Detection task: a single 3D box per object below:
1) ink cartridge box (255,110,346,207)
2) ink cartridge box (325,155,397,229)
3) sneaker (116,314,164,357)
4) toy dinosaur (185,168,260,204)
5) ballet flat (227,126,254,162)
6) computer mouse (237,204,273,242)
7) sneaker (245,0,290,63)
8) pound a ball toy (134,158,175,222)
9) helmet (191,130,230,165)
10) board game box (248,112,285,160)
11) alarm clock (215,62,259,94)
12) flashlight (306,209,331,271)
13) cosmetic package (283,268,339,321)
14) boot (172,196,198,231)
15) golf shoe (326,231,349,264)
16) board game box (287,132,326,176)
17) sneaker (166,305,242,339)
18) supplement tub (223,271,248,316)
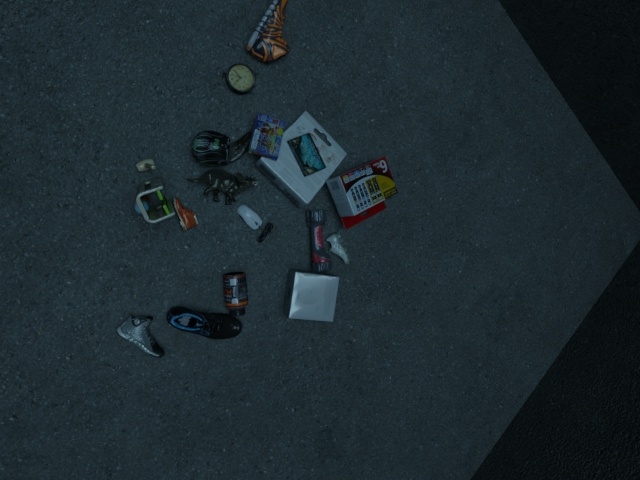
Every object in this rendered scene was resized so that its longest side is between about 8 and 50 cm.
[{"bbox_3d":[-0.087,-0.399,1.955,0.308,0.091,0.385,43,62,-15],"label":"ink cartridge box"},{"bbox_3d":[0.221,-0.235,1.987,0.310,0.130,0.271,-29,103,-29],"label":"ink cartridge box"},{"bbox_3d":[-0.755,0.405,1.745,0.229,0.086,0.132,38,78,-15],"label":"sneaker"},{"bbox_3d":[-0.447,-0.258,1.820,0.314,0.121,0.160,10,77,-14],"label":"toy dinosaur"},{"bbox_3d":[-0.369,-0.440,1.857,0.250,0.058,0.084,-43,92,-9],"label":"ballet flat"},{"bbox_3d":[-0.316,-0.089,1.892,0.193,0.042,0.106,45,80,-15],"label":"computer mouse"},{"bbox_3d":[-0.200,-0.974,1.865,0.180,0.124,0.321,30,93,-21],"label":"sneaker"},{"bbox_3d":[-0.709,-0.206,1.636,0.136,0.319,0.208,-24,115,-16],"label":"pound a ball toy"},{"bbox_3d":[-0.483,-0.402,1.750,0.162,0.169,0.169,5,91,-11],"label":"helmet"},{"bbox_3d":[-0.244,-0.474,1.823,0.136,0.035,0.201,15,68,-14],"label":"board game box"},{"bbox_3d":[-0.386,-0.746,1.829,0.192,0.064,0.129,14,88,-21],"label":"alarm clock"},{"bbox_3d":[0.000,0.000,1.974,0.103,0.103,0.303,-4,93,-45],"label":"flashlight"},{"bbox_3d":[-0.047,0.266,1.947,0.225,0.138,0.223,9,89,-17],"label":"cosmetic package"},{"bbox_3d":[-0.606,-0.127,1.789,0.085,0.059,0.157,-25,108,-19],"label":"boot"},{"bbox_3d":[0.089,0.049,2.034,0.086,0.069,0.176,-23,97,4],"label":"golf shoe"},{"bbox_3d":[-0.065,-0.409,1.901,0.126,0.026,0.186,-29,95,-30],"label":"board game box"},{"bbox_3d":[-0.516,0.384,1.794,0.341,0.140,0.124,13,85,-20],"label":"sneaker"},{"bbox_3d":[-0.391,0.248,1.848,0.106,0.106,0.197,-6,94,-18],"label":"supplement tub"}]
